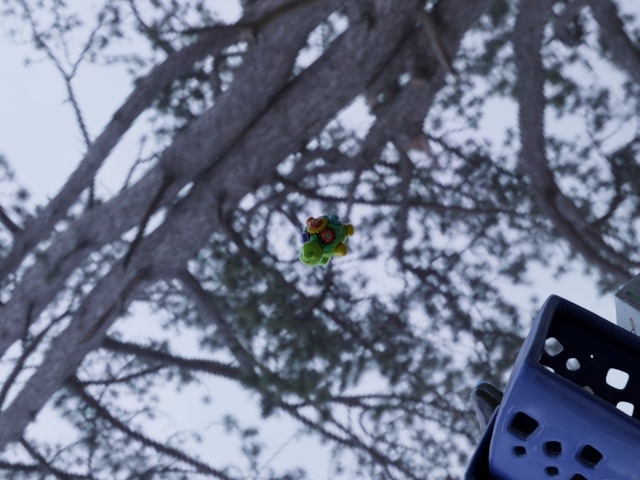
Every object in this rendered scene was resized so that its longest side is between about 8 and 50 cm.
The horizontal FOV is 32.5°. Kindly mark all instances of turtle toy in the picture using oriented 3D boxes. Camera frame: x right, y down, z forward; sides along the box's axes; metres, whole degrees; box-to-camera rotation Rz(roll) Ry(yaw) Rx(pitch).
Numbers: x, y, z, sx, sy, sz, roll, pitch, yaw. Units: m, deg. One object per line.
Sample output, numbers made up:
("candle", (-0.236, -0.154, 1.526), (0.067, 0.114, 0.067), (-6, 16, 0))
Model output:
("turtle toy", (0.000, 0.000, 1.972), (0.066, 0.095, 0.130), (58, -143, -37))

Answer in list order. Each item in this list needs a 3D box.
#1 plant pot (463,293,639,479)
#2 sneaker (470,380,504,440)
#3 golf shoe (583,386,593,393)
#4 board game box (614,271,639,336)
("plant pot", (0.309, 0.233, 1.281), (0.236, 0.212, 0.236), (30, -155, 10))
("sneaker", (0.355, 0.434, 2.085), (0.341, 0.139, 0.125), (64, 174, 1))
("golf shoe", (0.496, 0.426, 2.200), (0.140, 0.115, 0.306), (4, -104, -3))
("board game box", (0.730, 0.094, 2.027), (0.224, 0.303, 0.097), (37, 156, 41))
